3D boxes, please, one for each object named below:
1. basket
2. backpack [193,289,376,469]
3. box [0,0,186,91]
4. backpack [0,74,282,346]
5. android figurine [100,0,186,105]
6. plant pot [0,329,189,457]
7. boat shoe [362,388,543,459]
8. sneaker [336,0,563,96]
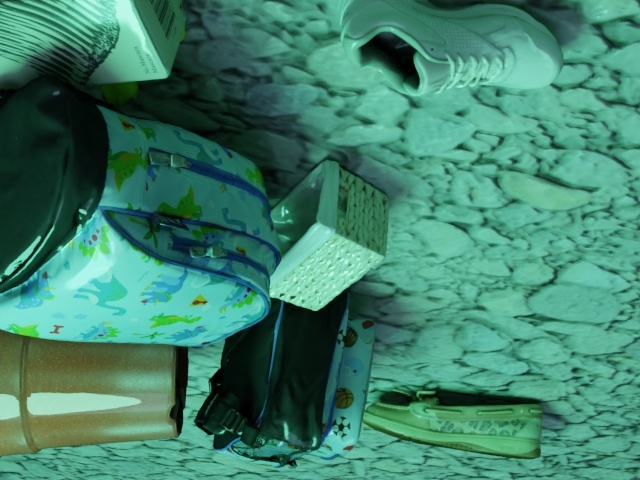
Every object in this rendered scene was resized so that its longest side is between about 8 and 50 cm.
[{"bbox_3d":[0.000,0.000,1.127,0.103,0.113,0.167,25,138,-22],"label":"basket"},{"bbox_3d":[-0.052,0.193,1.275,0.213,0.276,0.263,26,150,-17],"label":"backpack"},{"bbox_3d":[-0.276,-0.208,0.858,0.275,0.094,0.113,-4,142,15],"label":"box"},{"bbox_3d":[-0.206,-0.007,0.993,0.290,0.273,0.355,-32,167,29],"label":"backpack"},{"bbox_3d":[-0.263,-0.253,0.919,0.248,0.056,0.273,4,141,6],"label":"android figurine"},{"bbox_3d":[-0.328,0.180,1.305,0.265,0.272,0.272,2,140,-4],"label":"plant pot"},{"bbox_3d":[0.209,0.286,1.463,0.285,0.089,0.104,9,166,4],"label":"boat shoe"},{"bbox_3d":[0.123,-0.175,0.892,0.232,0.115,0.090,11,140,-3],"label":"sneaker"}]
